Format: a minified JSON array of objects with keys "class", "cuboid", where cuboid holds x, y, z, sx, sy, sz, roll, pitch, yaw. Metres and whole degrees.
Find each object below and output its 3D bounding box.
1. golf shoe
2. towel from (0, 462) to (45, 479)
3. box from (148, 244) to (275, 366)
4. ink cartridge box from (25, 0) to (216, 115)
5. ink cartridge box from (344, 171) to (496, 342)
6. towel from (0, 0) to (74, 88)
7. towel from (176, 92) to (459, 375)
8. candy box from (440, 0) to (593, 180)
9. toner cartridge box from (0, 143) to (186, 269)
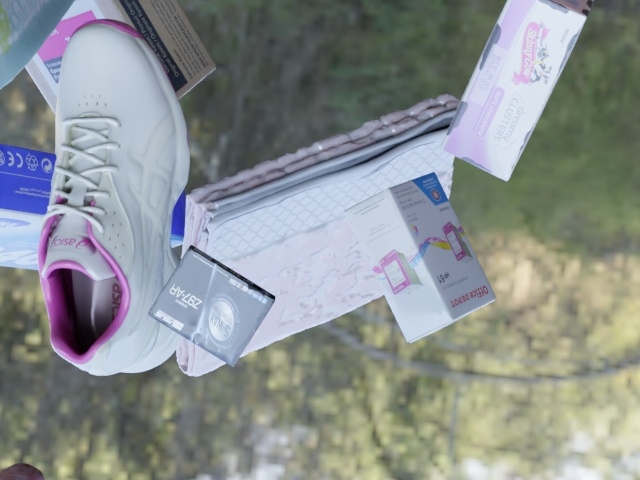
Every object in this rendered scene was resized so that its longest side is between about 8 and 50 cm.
[{"class":"golf shoe","cuboid":[-0.180,-0.034,1.630,0.115,0.306,0.140,-4,-176,21]},{"class":"towel","cuboid":[-0.333,0.264,1.238,0.237,0.037,0.329,-22,-165,25]},{"class":"box","cuboid":[-0.089,0.053,1.584,0.083,0.067,0.018,33,-171,-4]},{"class":"ink cartridge box","cuboid":[-0.259,-0.242,2.257,0.235,0.193,0.088,-9,-151,51]},{"class":"ink cartridge box","cuboid":[0.084,0.013,1.601,0.052,0.122,0.088,-27,177,32]},{"class":"towel","cuboid":[-0.323,-0.325,1.707,0.090,0.320,0.374,-17,-155,20]},{"class":"towel","cuboid":[0.000,0.000,2.115,0.332,0.053,0.317,-22,150,-20]},{"class":"candy box","cuboid":[0.183,-0.163,1.751,0.070,0.165,0.196,26,-159,3]},{"class":"toner cartridge box","cuboid":[-0.307,-0.030,1.999,0.165,0.075,0.348,-19,164,34]}]
